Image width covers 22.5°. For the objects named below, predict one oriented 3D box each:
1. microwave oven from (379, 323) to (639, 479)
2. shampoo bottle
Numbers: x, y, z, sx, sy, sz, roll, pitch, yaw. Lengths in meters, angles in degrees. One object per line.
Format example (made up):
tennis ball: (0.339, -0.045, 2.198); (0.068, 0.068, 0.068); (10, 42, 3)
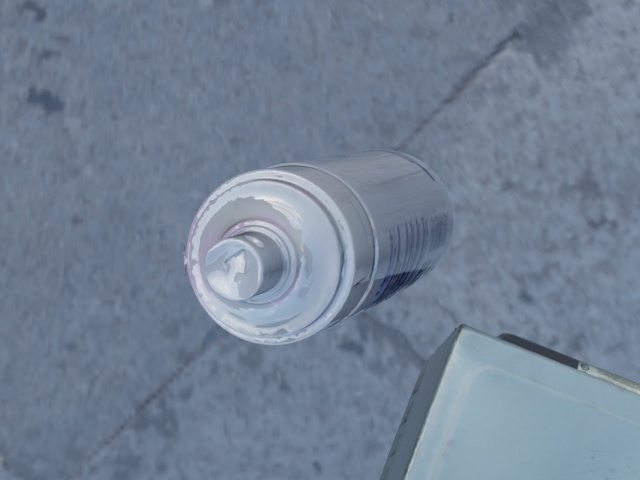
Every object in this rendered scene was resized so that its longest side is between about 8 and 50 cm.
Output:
microwave oven: (0.226, 0.268, 1.425); (0.355, 0.218, 0.286); (21, 74, 0)
shampoo bottle: (0.000, 0.000, 0.869); (0.092, 0.303, 0.092); (2, 95, 16)
